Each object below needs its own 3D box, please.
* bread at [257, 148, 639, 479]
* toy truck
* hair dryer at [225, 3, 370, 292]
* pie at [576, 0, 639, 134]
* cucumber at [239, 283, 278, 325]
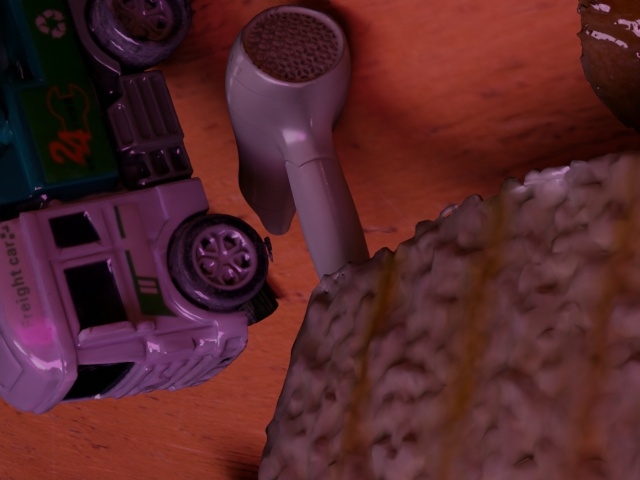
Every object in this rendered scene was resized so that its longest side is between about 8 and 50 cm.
[{"bbox_3d":[0.178,0.109,0.527,0.264,0.239,0.395,21,162,-30],"label":"bread"},{"bbox_3d":[-0.171,-0.070,0.745,0.176,0.178,0.363,-41,69,60],"label":"toy truck"},{"bbox_3d":[0.000,0.000,0.726,0.206,0.075,0.237,101,152,-63],"label":"hair dryer"},{"bbox_3d":[0.188,-0.091,0.490,0.195,0.046,0.195,31,149,21],"label":"pie"},{"bbox_3d":[-0.083,0.026,0.984,0.048,0.048,0.105,-6,124,54],"label":"cucumber"}]
